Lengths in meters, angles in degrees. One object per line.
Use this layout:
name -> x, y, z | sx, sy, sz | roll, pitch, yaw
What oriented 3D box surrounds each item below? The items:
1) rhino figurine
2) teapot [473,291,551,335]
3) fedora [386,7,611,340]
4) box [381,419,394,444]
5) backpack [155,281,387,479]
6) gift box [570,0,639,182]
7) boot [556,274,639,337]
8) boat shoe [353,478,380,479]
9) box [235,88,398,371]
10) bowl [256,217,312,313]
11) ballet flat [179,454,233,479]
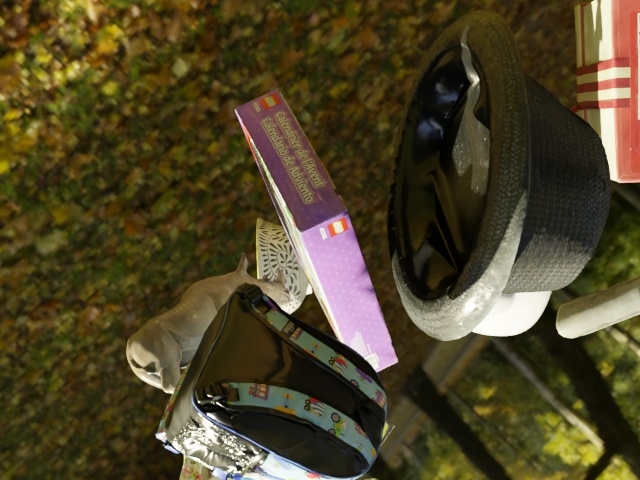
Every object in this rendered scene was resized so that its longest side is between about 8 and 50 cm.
rhino figurine -> -0.114, 0.089, 1.095 | 0.243, 0.106, 0.073 | -41, 158, -43
teapot -> 0.191, -0.002, 1.294 | 0.256, 0.187, 0.252 | 128, -30, -77
fedora -> 0.183, -0.058, 0.983 | 0.334, 0.152, 0.334 | -170, -90, -74
box -> 0.001, 0.227, 1.402 | 0.036, 0.207, 0.114 | -50, 171, -25
backpack -> -0.035, 0.146, 0.869 | 0.117, 0.173, 0.158 | -52, -166, 41
gift box -> 0.433, -0.174, 1.216 | 0.258, 0.255, 0.276 | -59, 151, -80
boot -> 0.438, 0.093, 1.444 | 0.208, 0.076, 0.189 | -18, 175, 34
boat shoe -> 0.061, 0.433, 1.558 | 0.109, 0.091, 0.305 | -42, 152, -2
box -> 0.000, 0.000, 1.109 | 0.057, 0.201, 0.293 | -26, 141, -4
bowl -> -0.054, 0.047, 1.537 | 0.080, 0.170, 0.170 | -4, 163, 1
ballet flat -> -0.126, 0.277, 1.215 | 0.091, 0.241, 0.077 | 15, 144, -32
